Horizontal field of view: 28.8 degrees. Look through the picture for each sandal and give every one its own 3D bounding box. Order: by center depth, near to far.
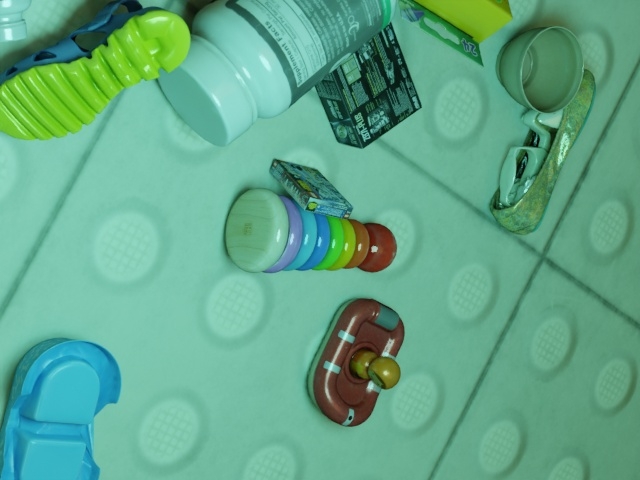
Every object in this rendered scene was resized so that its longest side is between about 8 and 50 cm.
[{"bbox_3d":[-0.346,-0.256,1.823,0.317,0.138,0.126,-26,131,-5],"label":"sandal"}]

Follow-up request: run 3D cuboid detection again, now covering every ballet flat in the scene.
[{"bbox_3d":[0.422,-0.183,2.399,0.123,0.123,0.349,23,90,-37],"label":"ballet flat"}]

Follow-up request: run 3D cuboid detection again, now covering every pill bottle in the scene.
[{"bbox_3d":[-0.452,-0.364,1.733,0.094,0.094,0.170,-15,110,-32],"label":"pill bottle"},{"bbox_3d":[-0.070,-0.321,1.949,0.361,0.204,0.204,-41,122,-19],"label":"pill bottle"}]

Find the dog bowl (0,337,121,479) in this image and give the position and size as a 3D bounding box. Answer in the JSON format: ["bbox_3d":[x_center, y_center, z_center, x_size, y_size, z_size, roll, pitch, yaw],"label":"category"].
[{"bbox_3d":[-0.417,0.289,1.948,0.165,0.074,0.297,11,95,-37],"label":"dog bowl"}]

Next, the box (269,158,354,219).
[{"bbox_3d":[-0.016,-0.086,2.093,0.094,0.137,0.027,12,114,-37],"label":"box"}]

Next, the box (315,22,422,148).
[{"bbox_3d":[0.074,-0.273,2.143,0.147,0.077,0.180,-37,121,-22],"label":"box"}]

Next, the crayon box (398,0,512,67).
[{"bbox_3d":[0.208,-0.465,2.064,0.203,0.083,0.323,23,47,-38],"label":"crayon box"}]

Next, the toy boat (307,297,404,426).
[{"bbox_3d":[0.085,0.227,2.239,0.151,0.151,0.231,27,86,-37],"label":"toy boat"}]

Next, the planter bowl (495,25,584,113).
[{"bbox_3d":[0.399,-0.324,2.341,0.162,0.109,0.162,-10,107,-33],"label":"planter bowl"}]

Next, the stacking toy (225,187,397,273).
[{"bbox_3d":[0.000,0.000,2.147,0.330,0.141,0.141,9,97,-44],"label":"stacking toy"}]
